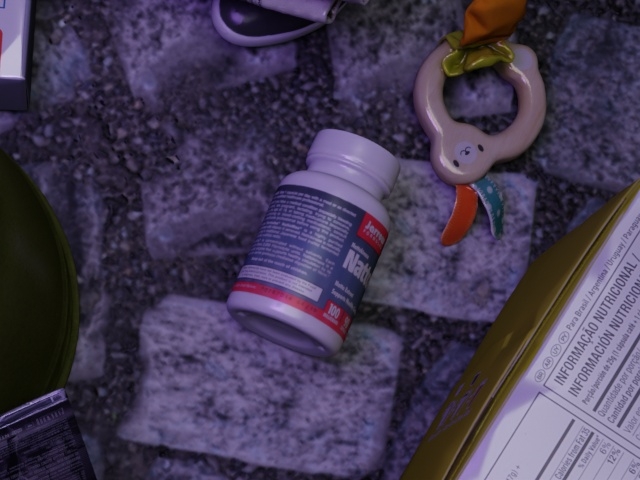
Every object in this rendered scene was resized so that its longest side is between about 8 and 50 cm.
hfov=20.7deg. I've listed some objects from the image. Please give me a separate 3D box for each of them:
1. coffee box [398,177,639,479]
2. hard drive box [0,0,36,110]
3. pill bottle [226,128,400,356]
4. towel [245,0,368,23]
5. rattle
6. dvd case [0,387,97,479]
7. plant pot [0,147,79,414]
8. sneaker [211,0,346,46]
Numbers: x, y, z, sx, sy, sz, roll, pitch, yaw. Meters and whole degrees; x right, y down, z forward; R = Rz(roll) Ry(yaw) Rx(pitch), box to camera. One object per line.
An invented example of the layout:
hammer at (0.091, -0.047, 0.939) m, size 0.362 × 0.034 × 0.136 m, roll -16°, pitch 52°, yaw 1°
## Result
coffee box at (0.260, 0.205, 1.393) m, size 0.334 × 0.337 × 0.338 m, roll 34°, pitch 75°, yaw 1°
hard drive box at (-0.338, -0.240, 1.528) m, size 0.181 × 0.089 × 0.232 m, roll 3°, pitch 76°, yaw -8°
pill bottle at (0.000, 0.000, 1.518) m, size 0.108 × 0.108 × 0.180 m, roll 24°, pitch 75°, yaw -3°
towel at (-0.014, -0.348, 1.540) m, size 0.324 × 0.056 × 0.312 m, roll 18°, pitch 73°, yaw 37°
rattle at (0.153, -0.106, 1.555) m, size 0.130 × 0.143 × 0.199 m, roll 22°, pitch 68°, yaw -22°
dvd case at (-0.253, 0.220, 1.384) m, size 0.164 × 0.221 × 0.018 m, roll -24°, pitch 48°, yaw -13°
plant pot at (-0.366, 0.021, 1.329) m, size 0.366 × 0.353 × 0.366 m, roll 2°, pitch 77°, yaw -8°
sneaker at (0.029, -0.285, 1.567) m, size 0.296 × 0.147 × 0.104 m, roll -33°, pitch 85°, yaw -14°
